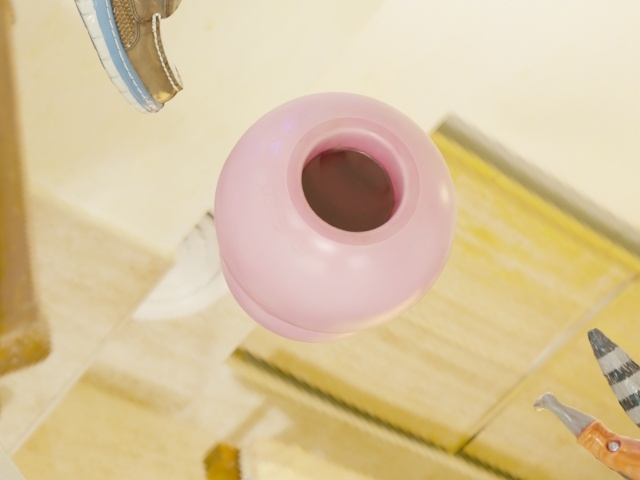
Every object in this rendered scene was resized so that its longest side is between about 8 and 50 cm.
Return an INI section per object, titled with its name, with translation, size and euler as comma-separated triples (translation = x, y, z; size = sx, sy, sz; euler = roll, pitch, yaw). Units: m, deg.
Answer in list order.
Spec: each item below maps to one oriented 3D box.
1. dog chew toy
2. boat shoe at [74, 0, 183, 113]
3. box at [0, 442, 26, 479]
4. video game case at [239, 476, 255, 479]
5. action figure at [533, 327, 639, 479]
[dog chew toy]
translation = 0.000, 0.000, 1.264
size = 0.206, 0.206, 0.332
euler = 45, -18, 6
[boat shoe]
translation = -0.091, -0.136, 0.670
size = 0.183, 0.066, 0.066
euler = 70, -4, -50
[box]
translation = -0.415, 0.347, 1.688
size = 0.322, 0.058, 0.232
euler = 61, 15, -21
[video game case]
translation = -0.228, 0.419, 1.872
size = 0.025, 0.285, 0.204
euler = 56, 37, -15
[action figure]
translation = 0.334, 0.266, 1.414
size = 0.330, 0.341, 0.178
euler = 62, 1, 29
